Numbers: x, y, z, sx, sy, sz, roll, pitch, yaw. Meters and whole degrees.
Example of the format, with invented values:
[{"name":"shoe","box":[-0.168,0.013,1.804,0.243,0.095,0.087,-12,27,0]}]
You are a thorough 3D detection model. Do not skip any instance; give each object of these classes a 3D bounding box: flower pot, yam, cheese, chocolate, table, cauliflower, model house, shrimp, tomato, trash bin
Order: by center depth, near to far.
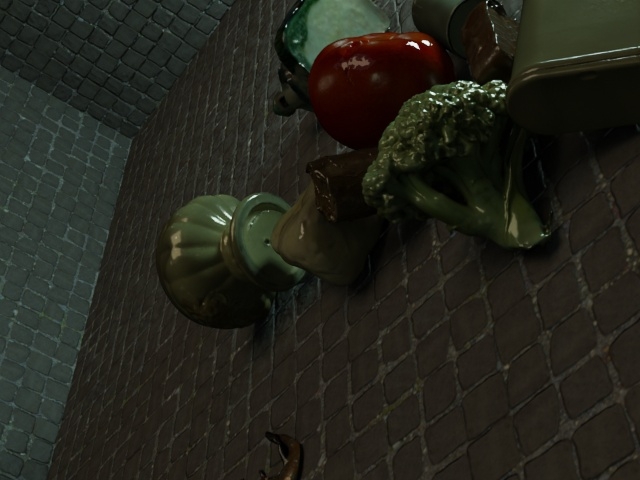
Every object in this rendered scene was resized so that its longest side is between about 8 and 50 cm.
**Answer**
[{"name":"trash bin","box":[0.397,-0.283,1.354,0.243,0.121,0.248,-6,48,24]},{"name":"cauliflower","box":[0.216,-0.101,1.452,0.260,0.326,0.281,160,92,-76]},{"name":"chocolate","box":[0.317,-0.305,1.587,0.093,0.148,0.214,-50,23,35]},{"name":"yam","box":[0.101,-0.110,1.695,0.129,0.238,0.128,107,148,-64]},{"name":"shrimp","box":[-0.110,0.428,1.726,0.219,0.046,0.152,-26,42,47]},{"name":"tomato","box":[0.128,-0.285,1.811,0.298,0.298,0.226,-146,45,-67]},{"name":"cheese","box":[0.001,0.001,1.832,0.251,0.173,0.248,-42,20,34]},{"name":"table","box":[0.272,-0.438,1.850,0.126,0.126,0.220,-55,23,11]},{"name":"flower pot","box":[-0.179,0.034,2.021,0.244,0.307,0.308,-22,44,44]},{"name":"model house","box":[-0.018,-0.461,2.331,0.284,0.243,0.298,-28,28,58]}]
